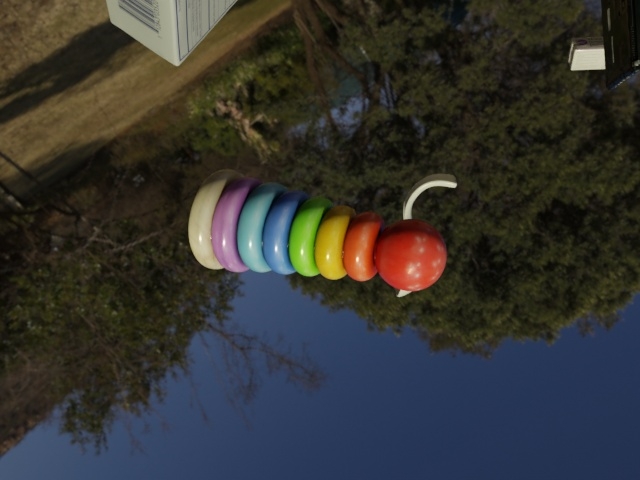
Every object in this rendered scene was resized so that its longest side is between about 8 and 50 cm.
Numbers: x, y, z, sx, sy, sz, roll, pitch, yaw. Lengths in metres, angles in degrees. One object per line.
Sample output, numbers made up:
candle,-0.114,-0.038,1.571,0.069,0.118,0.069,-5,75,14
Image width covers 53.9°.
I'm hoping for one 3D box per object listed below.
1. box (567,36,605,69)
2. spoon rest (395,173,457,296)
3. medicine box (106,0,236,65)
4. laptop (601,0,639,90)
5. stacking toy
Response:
box,0.817,-0.490,1.629,0.324,0.067,0.063,0,-132,10
spoon rest,0.195,-0.011,1.297,0.137,0.084,0.276,-76,-177,-68
medicine box,-0.213,-0.487,1.034,0.289,0.149,0.263,-56,180,-18
laptop,0.526,-0.372,0.951,0.137,0.234,0.264,-3,-178,12
stacking toy,0.000,0.000,0.821,0.331,0.141,0.141,12,-137,21
